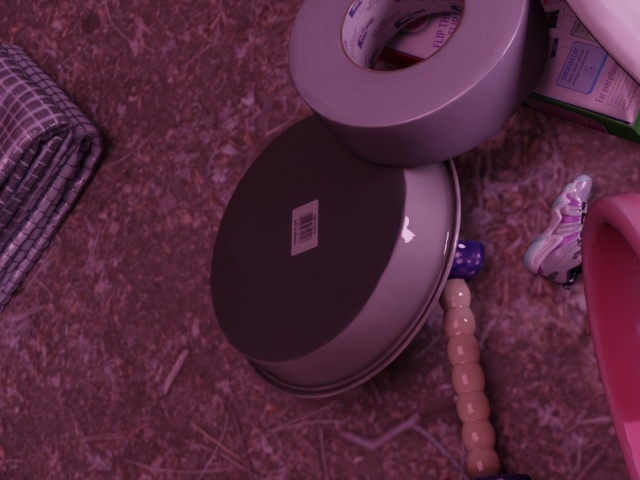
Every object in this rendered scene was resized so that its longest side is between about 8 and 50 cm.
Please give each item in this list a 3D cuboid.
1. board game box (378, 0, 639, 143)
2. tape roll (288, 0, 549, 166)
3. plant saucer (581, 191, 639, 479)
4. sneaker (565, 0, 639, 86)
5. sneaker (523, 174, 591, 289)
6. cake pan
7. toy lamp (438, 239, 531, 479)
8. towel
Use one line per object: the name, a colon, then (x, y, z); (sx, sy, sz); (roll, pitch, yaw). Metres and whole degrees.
board game box: (0.202, -0.250, 1.027); (0.317, 0.064, 0.242); (25, 91, 33)
tape roll: (0.084, -0.175, 0.967); (0.219, 0.072, 0.219); (-13, 59, 22)
plant saucer: (0.268, 0.122, 0.759); (0.084, 0.332, 0.332); (-15, 69, 2)
sneaker: (0.253, -0.225, 0.888); (0.123, 0.106, 0.290); (-36, 61, 21)
sneaker: (0.229, -0.003, 0.968); (0.069, 0.038, 0.098); (34, 105, 31)
cake pan: (0.000, 0.000, 1.041); (0.293, 0.054, 0.293); (-23, 55, 37)
toy lamp: (0.130, 0.139, 0.965); (0.080, 0.080, 0.274); (-19, 68, 25)
towel: (-0.415, -0.084, 1.316); (0.235, 0.121, 0.283); (42, 100, 32)
